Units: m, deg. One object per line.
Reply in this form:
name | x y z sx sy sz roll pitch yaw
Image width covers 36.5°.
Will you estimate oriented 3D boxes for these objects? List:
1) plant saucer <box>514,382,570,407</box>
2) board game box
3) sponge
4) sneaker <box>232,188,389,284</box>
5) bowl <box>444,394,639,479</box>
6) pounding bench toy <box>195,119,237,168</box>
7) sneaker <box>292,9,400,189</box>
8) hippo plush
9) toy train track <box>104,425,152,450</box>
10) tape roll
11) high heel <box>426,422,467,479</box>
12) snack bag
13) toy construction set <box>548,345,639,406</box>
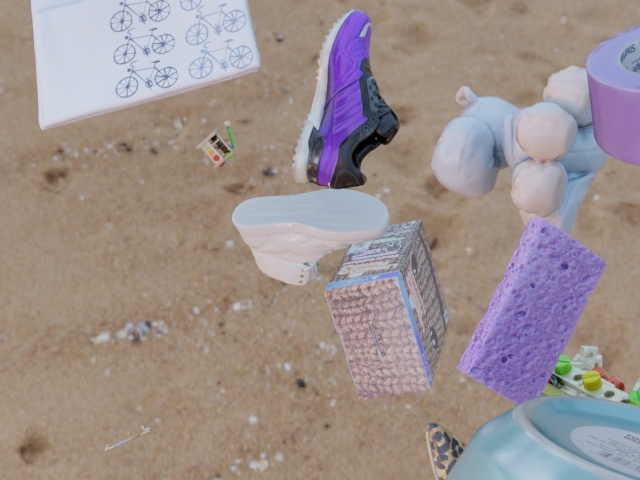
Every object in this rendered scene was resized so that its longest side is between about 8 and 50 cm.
plant saucer | 0.374 0.300 1.449 0.045 0.188 0.188 -25 30 -25
board game box | 0.137 0.126 1.861 0.141 0.232 0.291 -12 19 19
sponge | 0.256 0.090 1.172 0.210 0.117 0.031 -62 27 -4
sneaker | 0.000 0.000 1.772 0.292 0.169 0.108 1 48 22
bowl | 0.202 0.211 0.651 0.311 0.163 0.311 11 10 -2
pounding bench toy | -0.195 -0.193 1.949 0.083 0.065 0.052 -39 11 14
sneaker | 0.064 -0.217 1.544 0.146 0.102 0.294 14 86 19
hippo plush | 0.289 -0.163 1.415 0.236 0.234 0.294 20 55 34
toy train track | -0.293 0.298 1.470 0.083 0.048 0.014 -26 80 16
tape roll | 0.355 -0.147 0.930 0.188 0.080 0.189 -13 28 7
high heel | 0.272 0.337 1.396 0.186 0.261 0.093 -20 28 22
snack bag | -0.252 -0.342 1.316 0.323 0.037 0.343 -13 73 12
toy construction set | 0.467 0.236 1.549 0.215 0.151 0.327 -33 14 -18
